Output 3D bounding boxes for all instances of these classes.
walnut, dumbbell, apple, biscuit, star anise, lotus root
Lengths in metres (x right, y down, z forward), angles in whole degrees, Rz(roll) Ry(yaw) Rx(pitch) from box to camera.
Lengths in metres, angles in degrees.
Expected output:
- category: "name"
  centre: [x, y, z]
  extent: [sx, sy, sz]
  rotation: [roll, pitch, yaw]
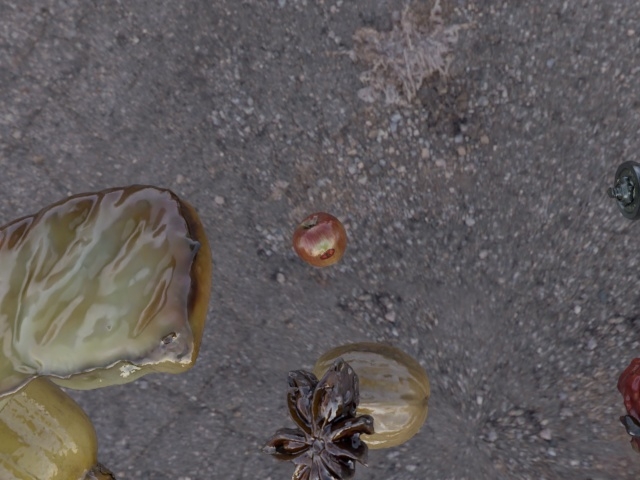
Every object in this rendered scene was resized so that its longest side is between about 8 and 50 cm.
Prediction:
- category: "walnut"
  centre: [0.098, 0.324, 1.438]
  extent: [0.261, 0.225, 0.225]
  rotation: [0, 74, 8]
- category: "dumbbell"
  centre: [0.651, -0.099, 1.242]
  extent: [0.254, 0.110, 0.110]
  rotation: [-6, 73, 0]
- category: "apple"
  centre: [0.000, 0.000, 1.790]
  extent: [0.146, 0.131, 0.146]
  rotation: [-23, 31, 15]
- category: "biscuit"
  centre: [-0.209, 0.059, 0.466]
  extent: [0.299, 0.045, 0.154]
  rotation: [-23, 60, 7]
- category: "star anise"
  centre: [0.000, 0.305, 1.080]
  extent: [0.220, 0.099, 0.214]
  rotation: [-39, 55, 34]
- category: "lotus root"
  centre: [-0.367, 0.218, 0.797]
  extent: [0.303, 0.131, 0.146]
  rotation: [43, 52, -4]

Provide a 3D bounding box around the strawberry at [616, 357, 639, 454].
- category: "strawberry"
  centre: [0.463, 0.172, 0.692]
  extent: [0.261, 0.261, 0.257]
  rotation: [40, 115, 20]
